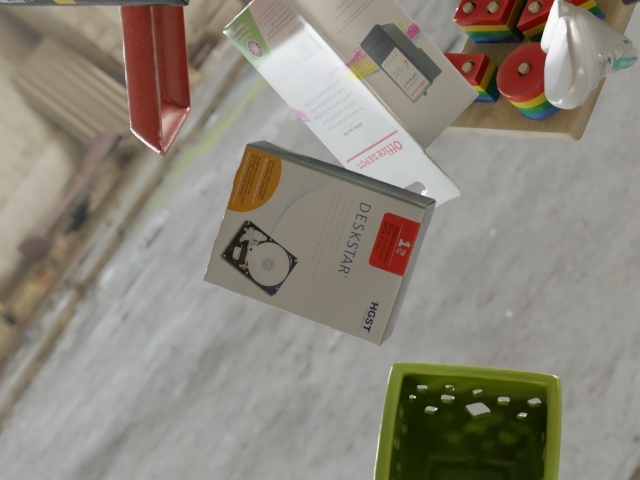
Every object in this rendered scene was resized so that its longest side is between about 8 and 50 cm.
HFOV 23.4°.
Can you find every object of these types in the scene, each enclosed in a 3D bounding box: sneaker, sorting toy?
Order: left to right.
[{"bbox_3d":[0.284,-0.277,2.170,0.255,0.089,0.257,8,68,45],"label":"sorting toy"},{"bbox_3d":[0.283,-0.192,1.601,0.212,0.094,0.080,-77,3,-61],"label":"sneaker"}]

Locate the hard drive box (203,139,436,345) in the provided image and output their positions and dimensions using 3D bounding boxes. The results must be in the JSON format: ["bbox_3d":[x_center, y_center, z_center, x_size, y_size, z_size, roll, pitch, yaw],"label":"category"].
[{"bbox_3d":[0.000,0.000,1.873,0.089,0.232,0.181,-25,-47,-77],"label":"hard drive box"}]

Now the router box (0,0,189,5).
[{"bbox_3d":[-0.276,-0.292,1.282,0.243,0.309,0.081,4,75,27],"label":"router box"}]

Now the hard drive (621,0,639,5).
[{"bbox_3d":[0.424,-0.390,1.754,0.255,0.172,0.054,-25,25,26],"label":"hard drive"}]

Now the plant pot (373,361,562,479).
[{"bbox_3d":[0.192,0.309,2.025,0.207,0.228,0.227,83,-166,-57],"label":"plant pot"}]

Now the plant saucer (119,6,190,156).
[{"bbox_3d":[-0.212,-0.260,1.974,0.258,0.048,0.259,-81,-12,-72],"label":"plant saucer"}]

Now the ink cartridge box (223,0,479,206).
[{"bbox_3d":[0.060,-0.203,2.000,0.119,0.353,0.207,-45,8,-24],"label":"ink cartridge box"}]
